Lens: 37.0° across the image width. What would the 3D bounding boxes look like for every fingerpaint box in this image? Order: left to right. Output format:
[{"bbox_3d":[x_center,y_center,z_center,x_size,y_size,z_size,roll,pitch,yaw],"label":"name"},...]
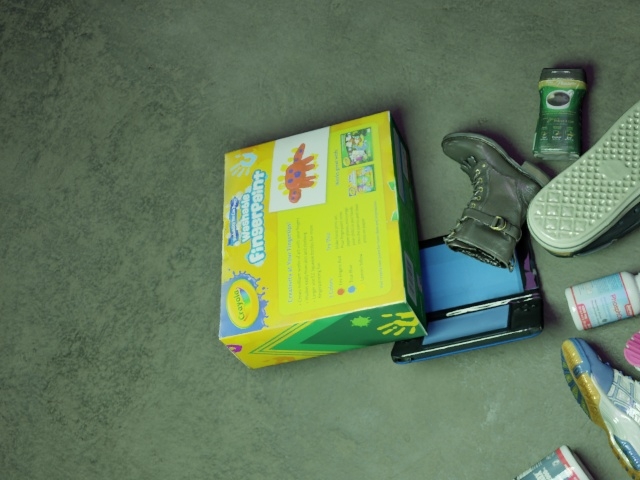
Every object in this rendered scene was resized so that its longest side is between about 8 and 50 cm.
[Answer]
[{"bbox_3d":[0.000,0.000,1.906,0.371,0.163,0.444,-13,56,16],"label":"fingerpaint box"}]

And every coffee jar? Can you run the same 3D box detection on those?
[{"bbox_3d":[0.477,-0.253,1.899,0.096,0.079,0.184,4,82,23],"label":"coffee jar"}]

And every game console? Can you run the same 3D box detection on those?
[{"bbox_3d":[0.271,0.096,1.860,0.293,0.250,0.173,-15,102,16],"label":"game console"}]

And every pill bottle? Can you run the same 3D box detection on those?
[{"bbox_3d":[0.412,0.470,1.766,0.180,0.108,0.108,-38,70,9],"label":"pill bottle"},{"bbox_3d":[0.549,0.109,1.799,0.160,0.087,0.087,-19,74,15],"label":"pill bottle"}]

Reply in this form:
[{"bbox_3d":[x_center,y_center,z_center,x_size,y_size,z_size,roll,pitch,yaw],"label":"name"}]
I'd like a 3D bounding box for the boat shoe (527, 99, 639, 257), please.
[{"bbox_3d":[0.603,-0.134,1.799,0.500,0.156,0.186,-36,65,-3],"label":"boat shoe"}]

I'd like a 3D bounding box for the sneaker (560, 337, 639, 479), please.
[{"bbox_3d":[0.561,0.296,1.764,0.131,0.112,0.296,-28,72,-6],"label":"sneaker"}]

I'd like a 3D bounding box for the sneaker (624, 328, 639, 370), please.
[{"bbox_3d":[0.668,0.170,1.748,0.252,0.111,0.103,-40,28,-9],"label":"sneaker"}]

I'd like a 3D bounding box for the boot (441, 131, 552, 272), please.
[{"bbox_3d":[0.308,-0.079,1.881,0.263,0.091,0.229,29,69,20],"label":"boot"}]
